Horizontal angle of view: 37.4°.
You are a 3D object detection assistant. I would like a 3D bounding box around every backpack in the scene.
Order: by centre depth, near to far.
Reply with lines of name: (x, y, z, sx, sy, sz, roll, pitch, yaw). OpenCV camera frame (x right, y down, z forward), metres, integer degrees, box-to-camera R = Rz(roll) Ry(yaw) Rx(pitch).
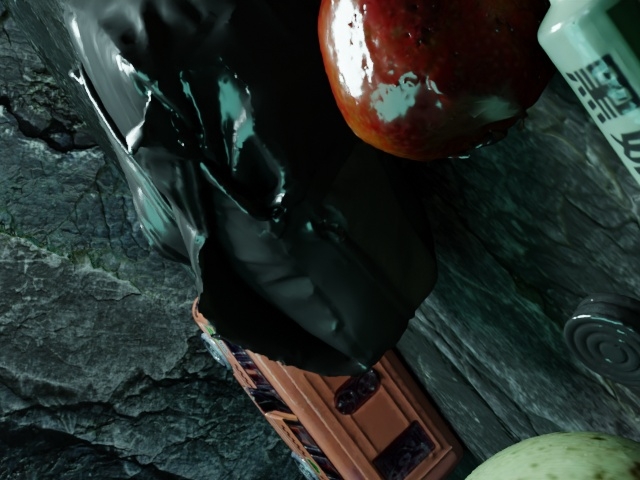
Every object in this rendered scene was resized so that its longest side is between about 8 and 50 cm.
backpack: (-0.058, -0.069, 0.885, 0.445, 0.255, 0.363, 57, 171, -27)

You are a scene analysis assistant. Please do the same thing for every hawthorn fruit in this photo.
hawthorn fruit: (0.065, -0.132, 0.580, 0.172, 0.148, 0.148, 61, 164, -5)

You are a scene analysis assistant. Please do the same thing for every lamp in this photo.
lamp: (0.250, 0.089, 0.446, 0.371, 0.108, 0.130, 11, 145, 48)

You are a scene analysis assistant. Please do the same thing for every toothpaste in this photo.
toothpaste: (0.226, -0.012, 0.519, 0.392, 0.061, 0.099, 52, 157, -10)

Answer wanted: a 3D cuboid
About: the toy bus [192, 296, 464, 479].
toy bus: (0.009, 0.211, 1.414, 0.427, 0.203, 0.233, 54, 161, -11)

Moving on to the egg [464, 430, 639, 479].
egg: (0.234, 0.325, 0.833, 0.287, 0.287, 0.379, 42, 157, 34)
